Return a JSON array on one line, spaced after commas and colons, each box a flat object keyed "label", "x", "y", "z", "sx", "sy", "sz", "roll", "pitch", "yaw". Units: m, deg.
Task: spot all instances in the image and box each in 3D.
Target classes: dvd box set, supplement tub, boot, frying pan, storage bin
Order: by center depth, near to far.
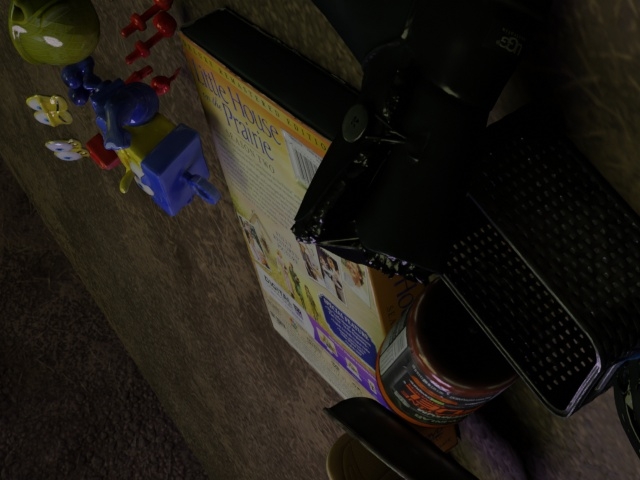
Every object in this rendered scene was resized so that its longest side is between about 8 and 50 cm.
[{"label": "boot", "x": 0.026, "y": -0.096, "z": 0.801, "sx": 0.094, "sy": 0.207, "sz": 0.246, "roll": 20, "pitch": -174, "yaw": -39}, {"label": "storage bin", "x": 0.152, "y": 0.014, "z": 0.830, "sx": 0.180, "sy": 0.084, "sz": 0.122, "roll": 53, "pitch": 161, "yaw": 22}, {"label": "supplement tub", "x": 0.107, "y": 0.101, "z": 1.046, "sx": 0.106, "sy": 0.106, "sz": 0.198, "roll": 56, "pitch": 162, "yaw": 12}, {"label": "frying pan", "x": 0.139, "y": 0.246, "z": 1.129, "sx": 0.326, "sy": 0.053, "sz": 0.197, "roll": 37, "pitch": 176, "yaw": 3}, {"label": "dvd box set", "x": 0.000, "y": 0.000, "z": 1.239, "sx": 0.307, "sy": 0.062, "sz": 0.420, "roll": 39, "pitch": 153, "yaw": 47}, {"label": "boot", "x": 0.093, "y": 0.319, "z": 1.376, "sx": 0.262, "sy": 0.095, "sz": 0.203, "roll": 40, "pitch": 164, "yaw": -3}]

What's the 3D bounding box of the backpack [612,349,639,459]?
[{"label": "backpack", "x": 0.236, "y": 0.109, "z": 0.725, "sx": 0.120, "sy": 0.101, "sz": 0.098, "roll": 62, "pitch": 160, "yaw": 6}]

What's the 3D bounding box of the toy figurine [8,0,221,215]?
[{"label": "toy figurine", "x": -0.166, "y": -0.136, "z": 1.259, "sx": 0.217, "sy": 0.191, "sz": 0.362, "roll": 45, "pitch": 164, "yaw": 16}]
